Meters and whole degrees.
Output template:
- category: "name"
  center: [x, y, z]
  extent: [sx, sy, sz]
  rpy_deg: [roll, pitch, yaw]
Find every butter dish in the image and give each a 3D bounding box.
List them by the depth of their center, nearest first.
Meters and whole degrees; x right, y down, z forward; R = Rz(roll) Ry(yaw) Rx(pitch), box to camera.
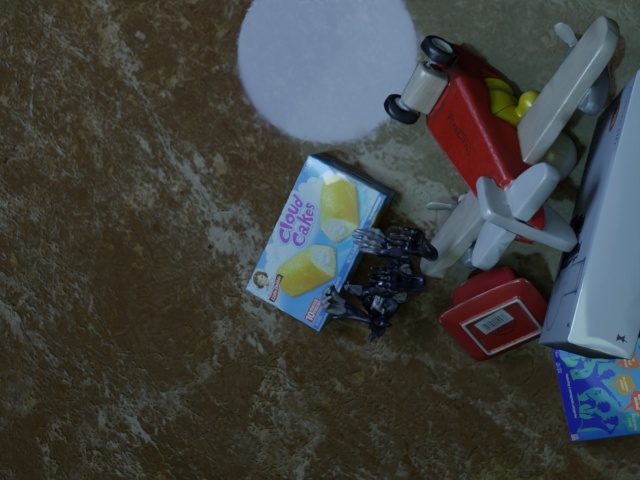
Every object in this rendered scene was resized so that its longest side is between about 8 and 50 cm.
- category: "butter dish"
  center: [0.284, 0.099, 1.694]
  extent: [0.160, 0.118, 0.160]
  rpy_deg: [-27, 133, 20]

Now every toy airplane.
- category: "toy airplane"
  center: [0.291, -0.125, 1.559]
  extent: [0.386, 0.273, 0.384]
  rpy_deg: [1, 86, 56]

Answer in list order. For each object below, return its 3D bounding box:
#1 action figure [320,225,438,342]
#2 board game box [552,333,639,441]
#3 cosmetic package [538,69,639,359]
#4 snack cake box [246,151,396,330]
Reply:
- category: "action figure"
  center: [0.088, 0.060, 1.661]
  extent: [0.141, 0.275, 0.164]
  rpy_deg: [24, 68, -4]
- category: "board game box"
  center: [0.495, 0.231, 1.678]
  extent: [0.210, 0.047, 0.160]
  rpy_deg: [-12, 94, 17]
- category: "cosmetic package"
  center: [0.418, -0.022, 1.484]
  extent: [0.098, 0.284, 0.377]
  rpy_deg: [16, 85, 4]
- category: "snack cake box"
  center: [0.000, 0.000, 1.775]
  extent: [0.152, 0.089, 0.264]
  rpy_deg: [28, 105, 11]
